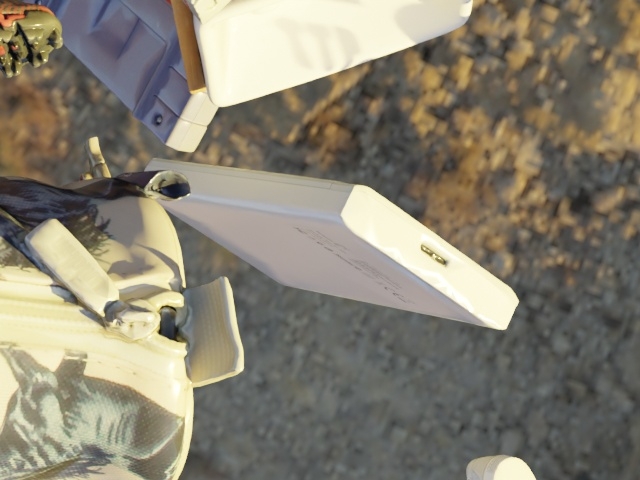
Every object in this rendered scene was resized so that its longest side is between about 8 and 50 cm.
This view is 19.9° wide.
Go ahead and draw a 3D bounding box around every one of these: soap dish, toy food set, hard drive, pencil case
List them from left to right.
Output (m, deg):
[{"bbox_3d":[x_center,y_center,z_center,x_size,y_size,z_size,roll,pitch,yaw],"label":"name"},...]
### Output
[{"bbox_3d":[-0.244,0.031,0.727,0.410,0.160,0.183,5,153,-32],"label":"pencil case"},{"bbox_3d":[-0.131,0.006,1.107,0.019,0.122,0.078,-14,161,-17],"label":"toy food set"},{"bbox_3d":[0.000,-0.247,1.682,0.291,0.118,0.229,-18,162,-5],"label":"soap dish"},{"bbox_3d":[0.000,0.000,1.577,0.203,0.040,0.307,34,166,-34],"label":"hard drive"}]

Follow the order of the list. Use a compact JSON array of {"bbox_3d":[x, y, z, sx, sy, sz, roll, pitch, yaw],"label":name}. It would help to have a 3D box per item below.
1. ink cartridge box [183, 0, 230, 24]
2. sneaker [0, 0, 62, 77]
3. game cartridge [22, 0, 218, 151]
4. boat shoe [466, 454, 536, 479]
[{"bbox_3d":[-0.124,-0.258,1.487,0.150,0.063,0.109,50,179,2],"label":"ink cartridge box"},{"bbox_3d":[-0.411,-0.238,1.925,0.276,0.135,0.097,-4,153,-1],"label":"sneaker"},{"bbox_3d":[-0.198,-0.284,2.066,0.355,0.068,0.230,43,114,41],"label":"game cartridge"},{"bbox_3d":[0.195,0.291,1.781,0.063,0.066,0.184,-2,124,58],"label":"boat shoe"}]
